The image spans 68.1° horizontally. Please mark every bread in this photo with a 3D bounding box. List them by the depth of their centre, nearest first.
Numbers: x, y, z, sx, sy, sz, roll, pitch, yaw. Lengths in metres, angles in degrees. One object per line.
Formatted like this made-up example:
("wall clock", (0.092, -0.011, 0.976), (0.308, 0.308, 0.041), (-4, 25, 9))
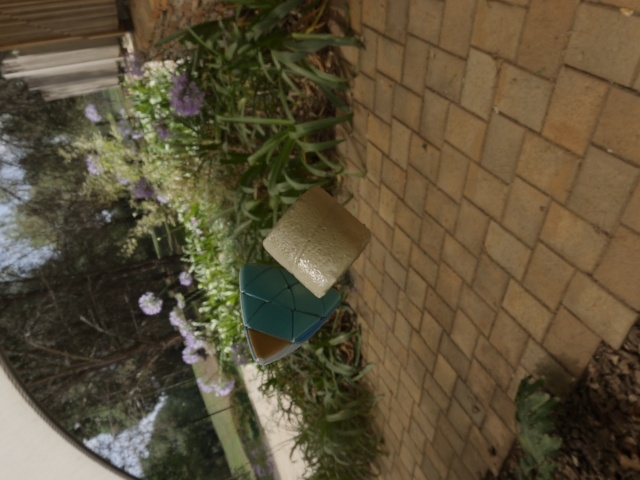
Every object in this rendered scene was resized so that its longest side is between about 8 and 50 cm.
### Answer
("bread", (0.000, 0.000, 0.809), (0.141, 0.148, 0.134), (42, 140, 2))

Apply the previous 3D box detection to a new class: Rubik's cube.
("Rubik's cube", (-0.116, 0.161, 1.060), (0.254, 0.254, 0.254), (163, 90, -72))
